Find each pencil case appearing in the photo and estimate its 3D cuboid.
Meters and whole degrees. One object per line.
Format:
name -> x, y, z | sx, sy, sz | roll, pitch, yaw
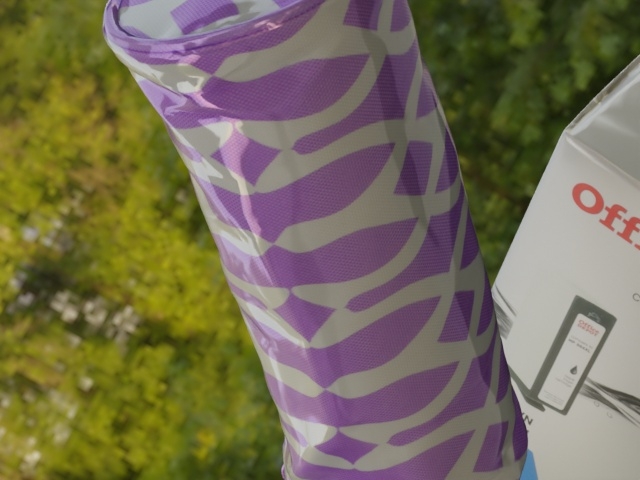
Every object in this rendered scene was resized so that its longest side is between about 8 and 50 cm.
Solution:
pencil case -> 0.000, 0.000, 0.486 | 0.086, 0.088, 0.206 | -60, -40, -48

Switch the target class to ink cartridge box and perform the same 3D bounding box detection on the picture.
ink cartridge box -> 0.145, 0.045, 0.682 | 0.086, 0.148, 0.203 | -40, -23, -39
